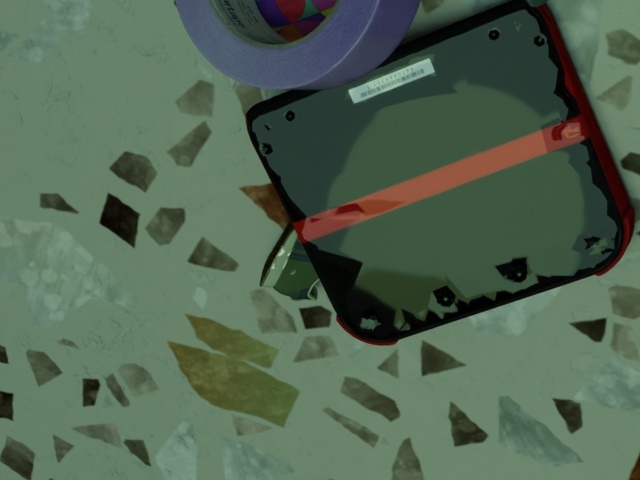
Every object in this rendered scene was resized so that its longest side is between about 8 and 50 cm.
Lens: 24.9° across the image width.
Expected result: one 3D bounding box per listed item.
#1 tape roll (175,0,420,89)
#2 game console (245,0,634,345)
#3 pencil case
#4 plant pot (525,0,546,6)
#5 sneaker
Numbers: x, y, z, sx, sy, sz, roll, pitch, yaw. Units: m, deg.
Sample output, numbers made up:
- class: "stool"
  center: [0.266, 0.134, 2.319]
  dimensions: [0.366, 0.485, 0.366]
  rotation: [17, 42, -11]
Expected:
- class: "tape roll"
  center: [-0.026, -0.299, 1.553]
  dimensions: [0.275, 0.090, 0.275]
  rotation: [3, 97, 31]
- class: "game console"
  center: [0.143, -0.068, 1.710]
  dimensions: [0.386, 0.060, 0.342]
  rotation: [-20, 104, 19]
- class: "pencil case"
  center: [-0.002, -0.289, 1.648]
  dimensions: [0.236, 0.104, 0.104]
  rotation: [-23, 108, 31]
- class: "plant pot"
  center: [0.149, -0.453, 1.368]
  dimensions: [0.334, 0.341, 0.341]
  rotation: [34, 126, 12]
- class: "sneaker"
  center: [0.000, 0.000, 1.843]
  dimensions: [0.086, 0.064, 0.192]
  rotation: [25, 121, -11]
